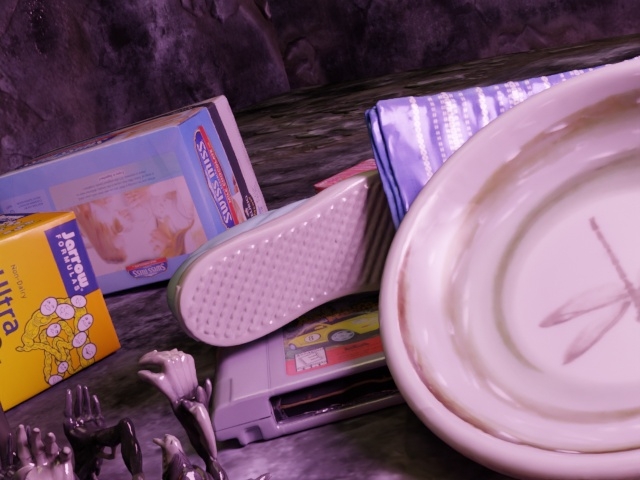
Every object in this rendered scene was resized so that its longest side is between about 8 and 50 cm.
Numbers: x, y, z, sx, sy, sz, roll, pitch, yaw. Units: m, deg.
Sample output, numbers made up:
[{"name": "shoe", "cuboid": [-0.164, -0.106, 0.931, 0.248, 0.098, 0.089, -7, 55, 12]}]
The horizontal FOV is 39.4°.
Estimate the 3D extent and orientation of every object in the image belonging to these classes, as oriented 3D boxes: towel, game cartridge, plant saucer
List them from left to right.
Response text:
[{"name": "game cartridge", "cuboid": [0.036, 0.109, 0.895, 0.294, 0.060, 0.196, -15, 11, -2]}, {"name": "towel", "cuboid": [0.229, -0.064, 0.888, 0.336, 0.243, 0.040, -11, -25, -4]}, {"name": "plant saucer", "cuboid": [0.242, 0.024, 0.724, 0.401, 0.100, 0.400, -22, 43, 22]}]

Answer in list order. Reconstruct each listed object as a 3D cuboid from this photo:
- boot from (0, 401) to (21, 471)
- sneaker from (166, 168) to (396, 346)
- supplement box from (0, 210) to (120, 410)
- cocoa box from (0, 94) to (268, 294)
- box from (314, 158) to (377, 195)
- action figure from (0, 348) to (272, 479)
[{"name": "boot", "cuboid": [-0.356, 0.192, 0.805, 0.198, 0.137, 0.077, -14, 15, 6]}, {"name": "sneaker", "cuboid": [0.000, 0.000, 0.974, 0.366, 0.135, 0.150, -17, 12, -20]}, {"name": "supplement box", "cuboid": [-0.458, 0.113, 1.065, 0.195, 0.194, 0.356, 1, 22, 45]}, {"name": "cocoa box", "cuboid": [-0.300, -0.061, 1.436, 0.347, 0.231, 0.228, -14, 15, 18]}, {"name": "box", "cuboid": [0.126, -0.032, 1.160, 0.123, 0.128, 0.257, -26, 20, -36]}, {"name": "action figure", "cuboid": [-0.155, 0.173, 0.686, 0.164, 0.140, 0.276, -26, 16, -40]}]
